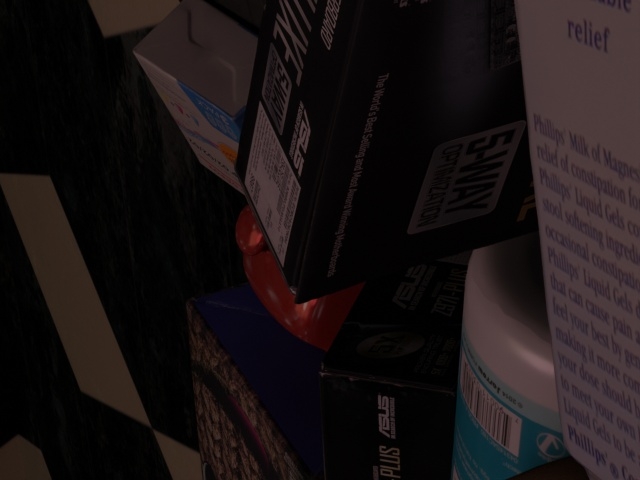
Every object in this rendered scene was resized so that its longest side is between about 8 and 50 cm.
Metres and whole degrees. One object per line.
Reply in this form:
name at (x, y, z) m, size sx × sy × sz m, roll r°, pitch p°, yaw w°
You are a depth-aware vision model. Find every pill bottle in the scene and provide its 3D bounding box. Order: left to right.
pill bottle at (0.138, 0.111, 0.969) m, size 0.146 × 0.146 × 0.264 m, roll -124°, pitch 26°, yaw -44°

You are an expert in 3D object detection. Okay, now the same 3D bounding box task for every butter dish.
butter dish at (0.000, 0.000, 1.270) m, size 0.160 × 0.118 × 0.160 m, roll 51°, pitch 123°, yaw 52°

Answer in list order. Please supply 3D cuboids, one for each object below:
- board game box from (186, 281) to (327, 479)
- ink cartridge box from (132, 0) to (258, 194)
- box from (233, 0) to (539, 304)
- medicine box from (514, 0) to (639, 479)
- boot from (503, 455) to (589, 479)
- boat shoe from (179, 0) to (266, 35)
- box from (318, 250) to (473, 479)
board game box at (0.017, 0.198, 1.396) m, size 0.232 × 0.141 × 0.291 m, roll -130°, pitch 31°, yaw -52°
ink cartridge box at (-0.047, -0.077, 1.347) m, size 0.104 × 0.061 × 0.181 m, roll 36°, pitch 167°, yaw 32°
box at (0.104, -0.115, 0.736) m, size 0.307 × 0.242 × 0.076 m, roll 105°, pitch 145°, yaw -55°
medicine box at (0.192, -0.081, 0.468) m, size 0.149 × 0.264 × 0.289 m, roll -145°, pitch 43°, yaw -62°
boot at (0.162, 0.212, 0.902) m, size 0.305 × 0.115 × 0.112 m, roll 57°, pitch -147°, yaw -26°
boat shoe at (-0.019, -0.191, 1.279) m, size 0.118 × 0.103 × 0.320 m, roll 43°, pitch 164°, yaw 0°
box at (0.065, 0.086, 1.116) m, size 0.180 × 0.078 × 0.147 m, roll -59°, pitch -28°, yaw -51°
